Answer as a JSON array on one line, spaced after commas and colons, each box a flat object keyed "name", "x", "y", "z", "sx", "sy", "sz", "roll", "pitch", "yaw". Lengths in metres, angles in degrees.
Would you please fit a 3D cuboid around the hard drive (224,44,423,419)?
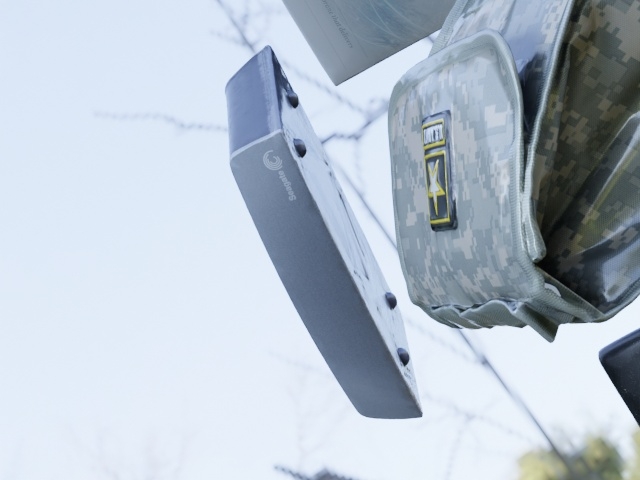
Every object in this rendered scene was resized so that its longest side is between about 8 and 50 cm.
[{"name": "hard drive", "x": 0.000, "y": 0.000, "z": 1.293, "sx": 0.054, "sy": 0.172, "sz": 0.255, "roll": -23, "pitch": -62, "yaw": 7}]

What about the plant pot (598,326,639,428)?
[{"name": "plant pot", "x": 0.357, "y": 0.102, "z": 1.318, "sx": 0.187, "sy": 0.188, "sz": 0.167, "roll": -13, "pitch": -24, "yaw": -45}]

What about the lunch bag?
[{"name": "lunch bag", "x": 0.145, "y": -0.079, "z": 0.981, "sx": 0.287, "sy": 0.169, "sz": 0.235, "roll": -60, "pitch": 10, "yaw": -10}]

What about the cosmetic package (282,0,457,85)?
[{"name": "cosmetic package", "x": 0.052, "y": -0.302, "z": 1.612, "sx": 0.224, "sy": 0.138, "sz": 0.224, "roll": -29, "pitch": -65, "yaw": 10}]
